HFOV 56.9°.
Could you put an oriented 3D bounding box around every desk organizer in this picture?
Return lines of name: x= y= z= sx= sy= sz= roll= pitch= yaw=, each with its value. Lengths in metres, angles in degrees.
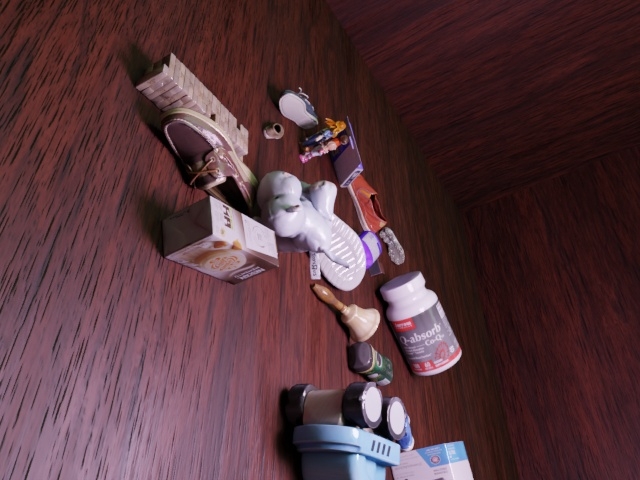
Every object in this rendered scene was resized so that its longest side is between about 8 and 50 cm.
desk organizer: x=0.209 y=0.075 z=2.325 sx=0.050 sy=0.047 sz=0.130 roll=17 pitch=55 yaw=-64

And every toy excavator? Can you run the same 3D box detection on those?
toy excavator: x=0.085 y=0.609 z=1.451 sx=0.433 sy=0.222 sz=0.445 roll=40 pitch=49 yaw=-47

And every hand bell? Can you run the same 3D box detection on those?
hand bell: x=0.063 y=0.207 z=1.857 sx=0.242 sy=0.126 sz=0.126 roll=40 pitch=34 yaw=-27

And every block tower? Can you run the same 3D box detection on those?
block tower: x=-0.311 y=-0.325 z=1.507 sx=0.335 sy=0.091 sz=0.097 roll=43 pitch=33 yaw=-45

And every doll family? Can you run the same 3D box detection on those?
doll family: x=0.014 y=-0.379 z=2.157 sx=0.118 sy=0.163 sz=0.263 roll=64 pitch=24 yaw=-8

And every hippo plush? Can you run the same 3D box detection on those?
hippo plush: x=-0.094 y=-0.053 z=1.575 sx=0.236 sy=0.234 sz=0.294 roll=21 pitch=56 yaw=-51

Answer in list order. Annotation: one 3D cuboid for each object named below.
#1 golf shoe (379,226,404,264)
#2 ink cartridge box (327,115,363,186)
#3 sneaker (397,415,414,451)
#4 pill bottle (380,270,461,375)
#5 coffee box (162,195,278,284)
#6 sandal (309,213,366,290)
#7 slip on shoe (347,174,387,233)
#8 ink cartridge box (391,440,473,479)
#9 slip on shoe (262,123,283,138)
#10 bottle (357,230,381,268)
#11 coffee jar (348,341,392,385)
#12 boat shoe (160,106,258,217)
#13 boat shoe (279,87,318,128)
golf shoe: x=0.323 y=0.018 z=2.600 sx=0.176 sy=0.069 sz=0.086 roll=65 pitch=18 yaw=-9
ink cartridge box: x=0.105 y=-0.344 z=2.301 sx=0.045 sy=0.208 sz=0.206 roll=-7 pitch=72 yaw=-24
sneaker: x=0.268 y=0.618 z=1.958 sx=0.152 sy=0.058 sz=0.084 roll=-82 pitch=148 yaw=-56
pill bottle: x=0.379 y=0.316 z=2.274 sx=0.363 sy=0.210 sz=0.210 roll=64 pitch=24 yaw=-7
coffee box: x=-0.221 y=0.007 z=1.345 sx=0.246 sy=0.141 sz=0.098 roll=30 pitch=43 yaw=-54
sandal: x=0.011 y=-0.010 z=1.896 sx=0.416 sy=0.169 sz=0.102 roll=53 pitch=-13 yaw=-30
slip on shoe: x=0.185 y=-0.191 z=2.440 sx=0.123 sy=0.101 sz=0.331 roll=-2 pitch=70 yaw=-63
ink cartridge box: x=0.366 y=0.789 z=1.847 sx=0.197 sy=0.198 sz=0.270 roll=28 pitch=45 yaw=-57
slip on shoe: x=-0.146 y=-0.366 z=1.957 sx=0.051 sy=0.041 sz=0.135 roll=66 pitch=23 yaw=-3
bottle: x=0.144 y=0.049 z=2.151 sx=0.118 sy=0.092 sz=0.283 roll=64 pitch=24 yaw=-7
coffee jar: x=0.161 y=0.396 z=1.899 sx=0.184 sy=0.079 sz=0.096 roll=44 pitch=35 yaw=-45
boat shoe: x=-0.265 y=-0.176 z=1.446 sx=0.342 sy=0.123 sz=0.123 roll=53 pitch=25 yaw=-44
boat shoe: x=-0.081 y=-0.487 z=2.135 sx=0.254 sy=0.095 sz=0.079 roll=23 pitch=51 yaw=-60
